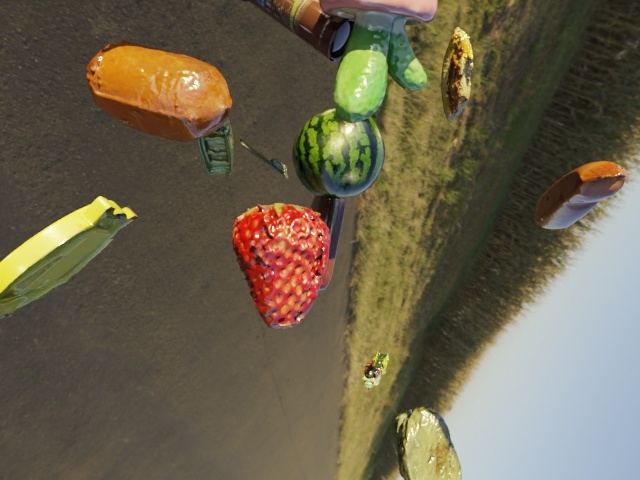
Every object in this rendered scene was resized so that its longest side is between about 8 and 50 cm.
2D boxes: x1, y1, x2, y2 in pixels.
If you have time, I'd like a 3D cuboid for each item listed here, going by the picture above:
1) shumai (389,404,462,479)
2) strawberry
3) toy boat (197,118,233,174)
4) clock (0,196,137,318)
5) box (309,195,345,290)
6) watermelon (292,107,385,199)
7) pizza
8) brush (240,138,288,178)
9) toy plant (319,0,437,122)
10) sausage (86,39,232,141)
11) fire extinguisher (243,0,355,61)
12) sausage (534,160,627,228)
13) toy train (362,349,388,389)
[{"bbox_3d":[0.281,0.607,1.279,0.189,0.255,0.218,-19,-174,-19],"label":"shumai"},{"bbox_3d":[-0.073,0.052,0.857,0.205,0.205,0.244,11,76,-66],"label":"strawberry"},{"bbox_3d":[-0.338,-0.324,1.389,0.276,0.111,0.084,95,-4,-59],"label":"toy boat"},{"bbox_3d":[-0.484,0.018,0.787,0.293,0.071,0.277,-45,-172,-16],"label":"clock"},{"bbox_3d":[0.000,0.000,1.639,0.263,0.108,0.403,160,-57,-76],"label":"box"},{"bbox_3d":[0.057,-0.265,1.335,0.285,0.285,0.285,-44,155,-27],"label":"watermelon"},{"bbox_3d":[0.422,-0.509,1.341,0.056,0.134,0.270,-4,120,-12],"label":"pizza"},{"bbox_3d":[-0.155,-0.239,1.253,0.028,0.034,0.190,-40,134,18],"label":"brush"},{"bbox_3d":[0.101,-0.410,0.804,0.317,0.211,0.355,-89,-179,-66],"label":"toy plant"},{"bbox_3d":[-0.306,-0.284,0.833,0.153,0.268,0.140,96,11,-70],"label":"sausage"},{"bbox_3d":[-0.066,-0.534,0.938,0.141,0.341,0.105,-51,164,12],"label":"fire extinguisher"},{"bbox_3d":[0.595,-0.103,1.021,0.348,0.097,0.093,59,26,-72],"label":"sausage"},{"bbox_3d":[0.179,0.412,1.378,0.250,0.053,0.085,12,88,-73],"label":"toy train"}]
